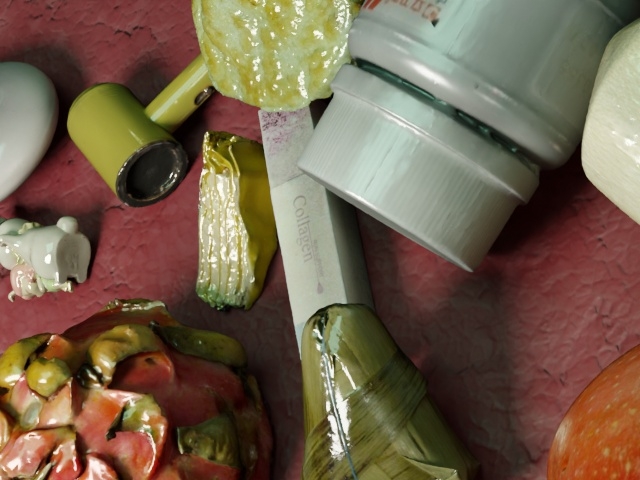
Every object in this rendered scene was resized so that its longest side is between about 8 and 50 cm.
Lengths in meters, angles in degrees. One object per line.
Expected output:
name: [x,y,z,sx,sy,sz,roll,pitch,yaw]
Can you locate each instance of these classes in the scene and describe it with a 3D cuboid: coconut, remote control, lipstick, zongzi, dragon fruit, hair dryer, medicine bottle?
coconut: [0.350,-0.108,1.527,0.245,0.245,0.247,-47,64,8]
remote control: [-0.449,-0.101,2.101,0.332,0.103,0.221,-21,43,25]
lipstick: [0.000,0.000,1.810,0.066,0.068,0.317,-23,60,23]
zongzi: [0.001,0.191,1.672,0.242,0.112,0.221,-31,88,23]
dragon fruit: [-0.213,0.187,1.747,0.314,0.263,0.296,-1,70,32]
hair dryer: [-0.151,-0.176,1.975,0.279,0.090,0.135,-44,52,2]
medicine bottle: [0.138,-0.149,1.672,0.245,0.245,0.306,30,89,37]

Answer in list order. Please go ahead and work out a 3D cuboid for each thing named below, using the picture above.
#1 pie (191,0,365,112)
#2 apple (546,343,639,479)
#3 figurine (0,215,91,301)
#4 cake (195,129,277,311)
pie: [-0.043,-0.261,1.821,0.274,0.105,0.257,-14,86,51]
apple: [0.330,0.228,1.347,0.277,0.348,0.348,-19,61,5]
figurine: [-0.339,0.019,2.005,0.146,0.081,0.098,3,73,33]
cake: [-0.091,-0.025,1.854,0.080,0.116,0.185,18,77,34]
